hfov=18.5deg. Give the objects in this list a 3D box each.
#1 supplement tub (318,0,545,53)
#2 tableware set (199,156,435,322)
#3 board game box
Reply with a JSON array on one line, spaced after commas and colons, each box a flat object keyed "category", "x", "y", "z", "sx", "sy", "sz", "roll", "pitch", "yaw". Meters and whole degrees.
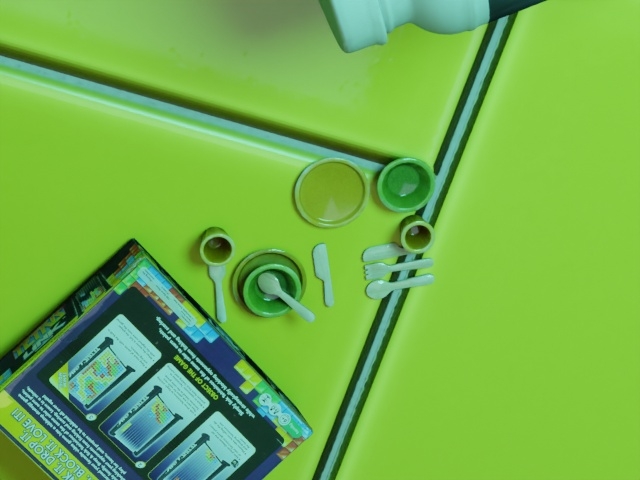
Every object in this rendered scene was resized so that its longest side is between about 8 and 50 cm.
[{"category": "supplement tub", "x": 0.110, "y": -0.227, "z": 1.072, "sx": 0.272, "sy": 0.191, "sz": 0.191, "roll": -21, "pitch": 114, "yaw": 0}, {"category": "tableware set", "x": 0.000, "y": 0.000, "z": 1.242, "sx": 0.154, "sy": 0.024, "sz": 0.104, "roll": -9, "pitch": 114, "yaw": -5}, {"category": "board game box", "x": -0.112, "y": 0.107, "z": 1.245, "sx": 0.141, "sy": 0.048, "sz": 0.170, "roll": -41, "pitch": 113, "yaw": 0}]
